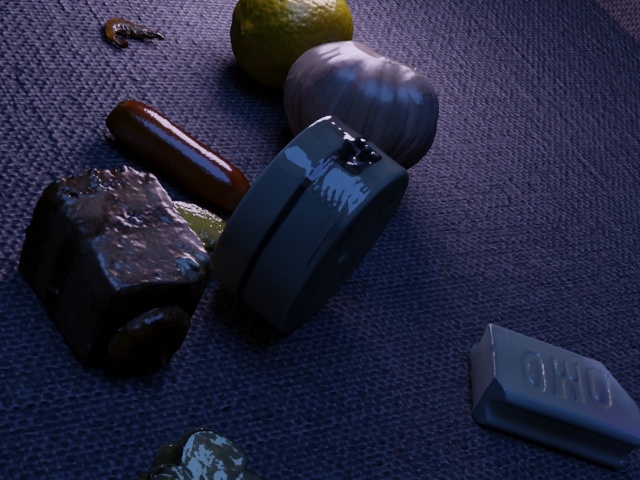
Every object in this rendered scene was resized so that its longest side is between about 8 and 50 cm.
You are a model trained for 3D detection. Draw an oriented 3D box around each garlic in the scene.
[{"bbox_3d":[0.075,-0.243,2.253,0.317,0.259,0.317,21,18,-8],"label":"garlic"}]

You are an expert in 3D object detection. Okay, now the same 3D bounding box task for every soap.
[{"bbox_3d":[0.404,0.268,2.001,0.289,0.095,0.173,20,38,-12],"label":"soap"}]

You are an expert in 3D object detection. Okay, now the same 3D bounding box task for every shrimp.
[{"bbox_3d":[-0.378,-0.416,2.358,0.127,0.025,0.091,8,41,-19],"label":"shrimp"}]

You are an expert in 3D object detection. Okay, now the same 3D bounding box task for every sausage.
[{"bbox_3d":[-0.253,-0.153,2.081,0.300,0.083,0.089,33,25,3],"label":"sausage"}]

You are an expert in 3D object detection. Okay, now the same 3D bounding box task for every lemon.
[{"bbox_3d":[-0.059,-0.432,2.402,0.267,0.267,0.267,18,38,-14],"label":"lemon"}]

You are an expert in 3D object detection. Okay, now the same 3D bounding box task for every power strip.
[{"bbox_3d":[-0.012,-0.035,1.869,0.161,0.357,0.357,39,38,11],"label":"power strip"}]

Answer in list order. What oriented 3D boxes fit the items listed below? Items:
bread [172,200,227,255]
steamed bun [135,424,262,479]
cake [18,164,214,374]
[{"bbox_3d":[-0.228,0.010,1.932,0.187,0.065,0.149,5,53,-33],"label":"bread"},{"bbox_3d":[-0.161,0.357,1.529,0.192,0.106,0.177,39,50,-7],"label":"steamed bun"},{"bbox_3d":[-0.295,0.056,1.722,0.196,0.199,0.293,-9,52,-42],"label":"cake"}]
